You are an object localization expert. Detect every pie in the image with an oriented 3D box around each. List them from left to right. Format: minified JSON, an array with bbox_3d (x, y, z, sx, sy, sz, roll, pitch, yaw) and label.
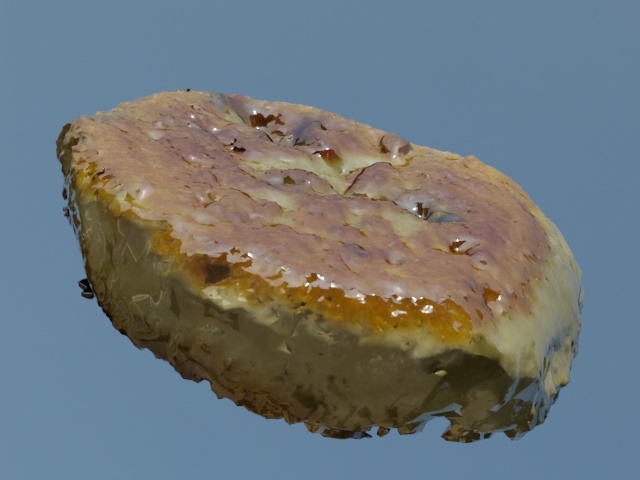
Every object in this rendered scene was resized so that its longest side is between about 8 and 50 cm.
[{"bbox_3d":[0.000,0.000,0.999,0.315,0.315,0.092,25,-68,17],"label":"pie"}]
